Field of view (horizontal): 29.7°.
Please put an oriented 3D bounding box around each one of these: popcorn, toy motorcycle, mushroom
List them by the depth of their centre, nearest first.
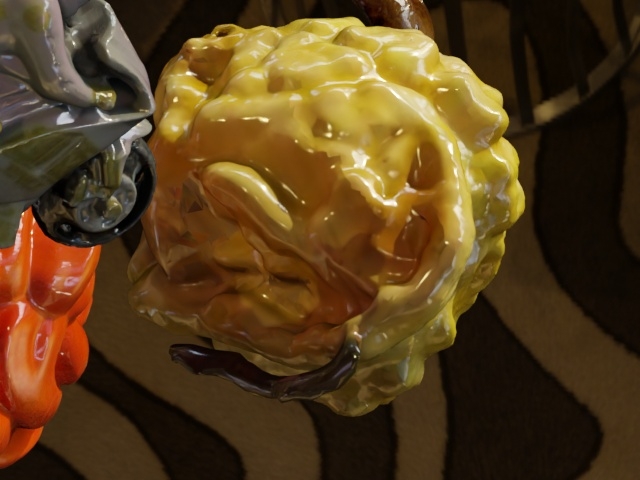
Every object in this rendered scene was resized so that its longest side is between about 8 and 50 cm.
[{"bbox_3d":[-0.146,-0.063,0.506,0.073,0.225,0.152,44,117,37],"label":"toy motorcycle"},{"bbox_3d":[0.000,0.000,0.967,0.349,0.349,0.382,-7,31,7],"label":"popcorn"},{"bbox_3d":[0.062,-0.211,1.082,0.052,0.123,0.123,-39,70,17],"label":"mushroom"}]

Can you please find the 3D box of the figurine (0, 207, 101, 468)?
[{"bbox_3d":[-0.318,-0.015,0.749,0.411,0.306,0.241,26,87,9],"label":"figurine"}]
